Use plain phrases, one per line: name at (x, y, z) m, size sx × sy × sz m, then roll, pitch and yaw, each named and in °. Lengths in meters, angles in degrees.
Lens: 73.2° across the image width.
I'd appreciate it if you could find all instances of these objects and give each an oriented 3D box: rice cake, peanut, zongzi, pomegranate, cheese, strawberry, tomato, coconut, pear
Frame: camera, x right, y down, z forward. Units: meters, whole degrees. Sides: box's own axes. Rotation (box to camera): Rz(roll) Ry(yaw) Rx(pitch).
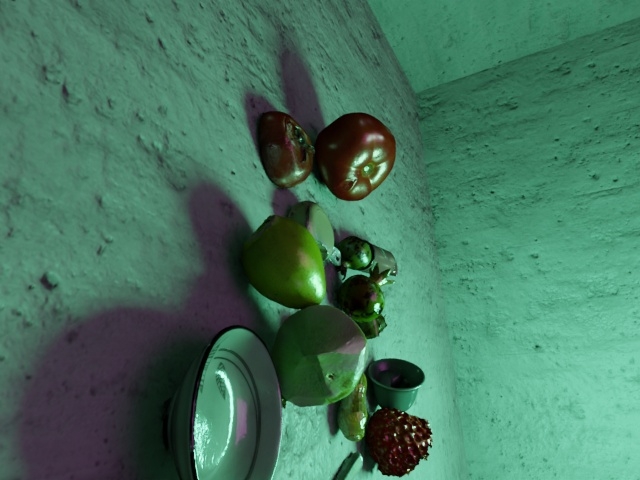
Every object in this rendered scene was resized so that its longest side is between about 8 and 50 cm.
rice cake at (0.073, 0.656, 1.197) m, size 0.206 × 0.036 × 0.047 m, roll -15°, pitch 105°, yaw -65°
peanut at (0.093, 0.474, 1.259) m, size 0.087 × 0.087 × 0.207 m, roll 49°, pitch 36°, yaw -45°
zongzi at (0.172, 0.247, 1.535) m, size 0.187 × 0.084 × 0.184 m, roll 6°, pitch 64°, yaw -70°
pomegranate at (0.100, 0.057, 1.431) m, size 0.162 × 0.122 × 0.122 m, roll -54°, pitch 133°, yaw -22°
cheese at (0.000, 0.000, 1.271) m, size 0.286 × 0.082 × 0.163 m, roll 48°, pitch 40°, yaw -48°
strawberry at (0.228, 0.628, 1.395) m, size 0.178 × 0.234 × 0.234 m, roll 45°, pitch 32°, yaw -4°
pomegranate at (0.153, 0.165, 1.390) m, size 0.220 × 0.156 × 0.156 m, roll -43°, pitch 129°, yaw -13°
tomato at (0.110, -0.287, 1.444) m, size 0.226 × 0.298 × 0.298 m, roll 46°, pitch 1°, yaw 41°
coconut at (0.002, 0.249, 0.941) m, size 0.236 × 0.235 × 0.205 m, roll 13°, pitch 55°, yaw -62°
tomato at (-0.080, -0.259, 1.198) m, size 0.228 × 0.101 × 0.228 m, roll 39°, pitch 43°, yaw -50°
pear at (-0.074, 0.059, 0.977) m, size 0.220 × 0.187 × 0.188 m, roll 49°, pitch 35°, yaw -19°

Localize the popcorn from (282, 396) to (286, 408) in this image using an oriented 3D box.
popcorn at (-0.109, 0.344, 0.932) m, size 0.083 × 0.068 × 0.060 m, roll -22°, pitch 92°, yaw -28°

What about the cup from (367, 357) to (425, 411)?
cup at (0.258, 0.525, 1.500) m, size 0.199 × 0.198 × 0.150 m, roll -30°, pitch 124°, yaw -63°

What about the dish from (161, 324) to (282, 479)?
dish at (-0.173, 0.310, 0.741) m, size 0.316 × 0.106 × 0.317 m, roll -10°, pitch 90°, yaw -73°

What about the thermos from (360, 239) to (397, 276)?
thermos at (0.201, 0.074, 1.645) m, size 0.330 × 0.136 × 0.110 m, roll 20°, pitch 89°, yaw -61°
